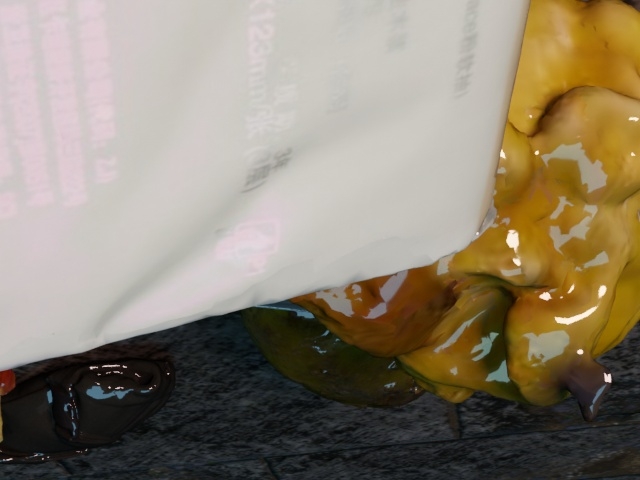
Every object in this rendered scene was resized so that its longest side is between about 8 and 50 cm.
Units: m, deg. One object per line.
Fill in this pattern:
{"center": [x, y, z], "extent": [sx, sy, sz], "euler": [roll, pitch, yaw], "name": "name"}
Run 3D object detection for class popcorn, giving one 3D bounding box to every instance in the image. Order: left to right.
{"center": [0.109, -0.010, 0.803], "extent": [0.315, 0.281, 0.297], "euler": [-5, 139, -25], "name": "popcorn"}

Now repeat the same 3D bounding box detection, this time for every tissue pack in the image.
{"center": [-0.102, -0.162, 0.353], "extent": [0.331, 0.205, 0.405], "euler": [-15, 137, -18], "name": "tissue pack"}

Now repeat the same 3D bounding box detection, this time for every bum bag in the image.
{"center": [-0.278, 0.190, 1.338], "extent": [0.326, 0.080, 0.142], "euler": [-27, 149, 37], "name": "bum bag"}

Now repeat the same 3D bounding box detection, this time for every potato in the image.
{"center": [0.023, 0.074, 1.107], "extent": [0.149, 0.113, 0.251], "euler": [-22, 148, 21], "name": "potato"}

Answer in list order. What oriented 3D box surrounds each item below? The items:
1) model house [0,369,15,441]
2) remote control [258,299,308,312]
{"center": [-0.343, 0.082, 0.989], "extent": [0.253, 0.196, 0.160], "euler": [-16, 152, 20], "name": "model house"}
{"center": [0.000, 0.000, 0.988], "extent": [0.312, 0.109, 0.055], "euler": [7, -177, -20], "name": "remote control"}
